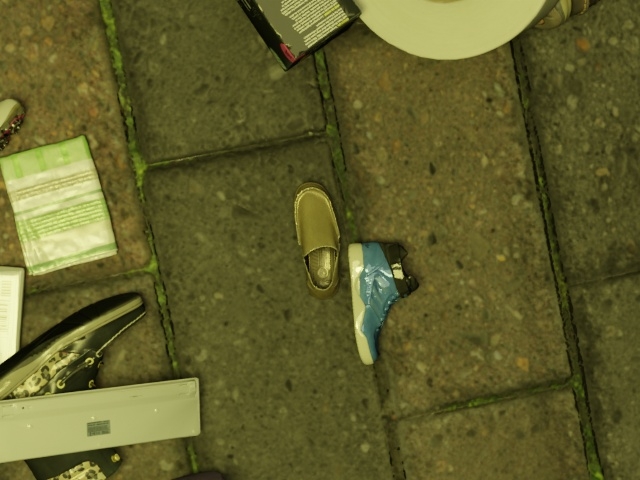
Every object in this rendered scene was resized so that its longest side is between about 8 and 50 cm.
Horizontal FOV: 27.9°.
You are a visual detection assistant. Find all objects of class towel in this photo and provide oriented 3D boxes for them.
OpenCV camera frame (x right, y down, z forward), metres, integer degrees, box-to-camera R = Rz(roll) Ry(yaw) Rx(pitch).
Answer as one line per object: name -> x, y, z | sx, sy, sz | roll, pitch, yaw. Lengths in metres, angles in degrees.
towel -> -0.320, -0.042, 1.579 | 0.113, 0.023, 0.152 | -15, 90, -8

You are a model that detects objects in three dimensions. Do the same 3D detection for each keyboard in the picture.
keyboard -> -0.262, 0.211, 1.519 | 0.256, 0.014, 0.072 | -4, 103, -25

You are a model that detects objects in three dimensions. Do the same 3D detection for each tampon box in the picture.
tampon box -> -0.043, -0.301, 1.552 | 0.101, 0.120, 0.161 | -35, 93, -5

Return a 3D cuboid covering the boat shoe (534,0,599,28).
boat shoe -> 0.266, -0.444, 1.593 | 0.130, 0.132, 0.355 | -20, 101, -16

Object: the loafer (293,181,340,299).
loafer -> 0.000, 0.000, 1.595 | 0.056, 0.050, 0.148 | -11, 92, -6

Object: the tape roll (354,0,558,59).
tape roll -> 0.159, -0.359, 1.512 | 0.286, 0.100, 0.286 | 8, 110, 24

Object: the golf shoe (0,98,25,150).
golf shoe -> -0.438, -0.114, 1.540 | 0.186, 0.067, 0.086 | -41, 93, -4

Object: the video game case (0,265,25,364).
video game case -> -0.462, 0.131, 1.562 | 0.193, 0.023, 0.212 | 4, 91, -6

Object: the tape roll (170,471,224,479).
tape roll -> -0.190, 0.344, 1.510 | 0.189, 0.189, 0.080 | -21, 93, -5

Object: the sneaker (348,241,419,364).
sneaker -> 0.082, 0.076, 1.600 | 0.084, 0.058, 0.152 | -5, 85, 3

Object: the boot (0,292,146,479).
boot -> -0.281, 0.188, 1.558 | 0.236, 0.085, 0.179 | -34, 105, -15
